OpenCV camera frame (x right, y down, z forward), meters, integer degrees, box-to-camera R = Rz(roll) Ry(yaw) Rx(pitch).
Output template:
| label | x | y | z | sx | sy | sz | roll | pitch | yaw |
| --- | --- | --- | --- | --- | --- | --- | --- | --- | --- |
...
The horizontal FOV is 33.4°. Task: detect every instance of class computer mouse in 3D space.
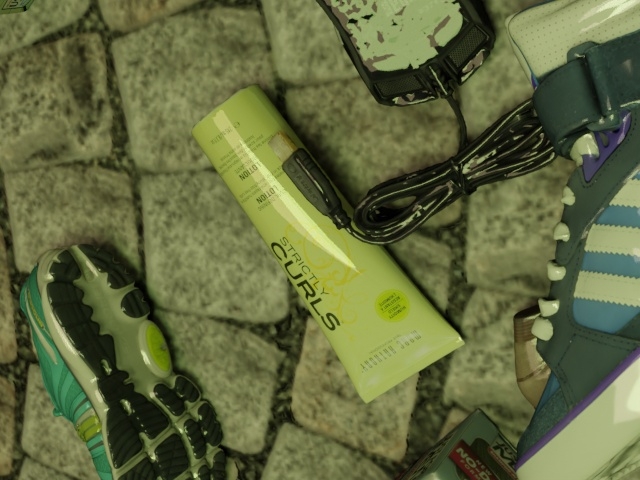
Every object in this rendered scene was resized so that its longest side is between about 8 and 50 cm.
| label | x | y | z | sx | sy | sz | roll | pitch | yaw |
| --- | --- | --- | --- | --- | --- | --- | --- | --- | --- |
| computer mouse | 0.029 | -0.128 | 0.714 | 0.184 | 0.060 | 0.262 | -34 | 98 | 19 |

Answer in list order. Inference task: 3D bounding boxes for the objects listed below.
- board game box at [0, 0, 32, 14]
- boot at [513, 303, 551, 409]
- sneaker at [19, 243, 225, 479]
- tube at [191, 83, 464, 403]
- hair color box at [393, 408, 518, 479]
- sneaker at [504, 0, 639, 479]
| label | x | y | z | sx | sy | sz | roll | pitch | yaw |
| --- | --- | --- | --- | --- | --- | --- | --- | --- | --- |
| board game box | -0.204 | -0.275 | 0.701 | 0.046 | 0.213 | 0.317 | 47 | 119 | 7 |
| boot | 0.186 | 0.076 | 0.713 | 0.118 | 0.042 | 0.087 | -18 | 104 | 26 |
| sneaker | -0.166 | 0.135 | 0.883 | 0.110 | 0.107 | 0.275 | -24 | 89 | 49 |
| tube | 0.000 | 0.000 | 0.771 | 0.240 | 0.062 | 0.070 | 55 | 155 | -3 |
| hair color box | 0.044 | 0.320 | 0.807 | 0.185 | 0.113 | 0.374 | 47 | 118 | 7 |
| sneaker | 0.172 | -0.025 | 0.632 | 0.236 | 0.130 | 0.323 | 50 | 118 | 28 |
